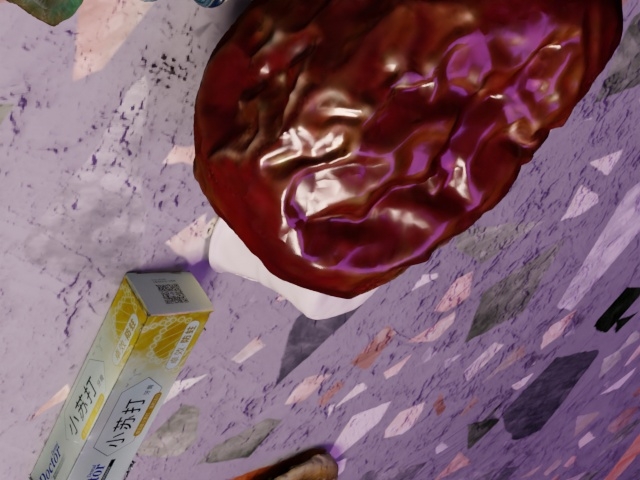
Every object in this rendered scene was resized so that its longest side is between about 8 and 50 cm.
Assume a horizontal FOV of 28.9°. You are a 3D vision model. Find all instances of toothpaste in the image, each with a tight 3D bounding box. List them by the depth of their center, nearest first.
[{"bbox_3d":[-0.216,0.165,1.312,0.089,0.071,0.313,-3,134,-42],"label":"toothpaste"}]

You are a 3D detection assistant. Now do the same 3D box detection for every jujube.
[{"bbox_3d":[0.066,-0.134,1.024,0.377,0.276,0.276,-39,151,-4],"label":"jujube"}]

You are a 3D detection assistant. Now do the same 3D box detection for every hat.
[{"bbox_3d":[0.000,0.000,1.280,0.203,0.126,0.203,-32,148,-23],"label":"hat"}]

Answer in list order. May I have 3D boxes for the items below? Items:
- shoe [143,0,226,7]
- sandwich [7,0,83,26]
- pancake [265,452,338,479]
[{"bbox_3d":[-0.117,-0.210,0.925,0.071,0.064,0.143,-46,148,7],"label":"shoe"},{"bbox_3d":[-0.174,-0.256,0.750,0.212,0.109,0.292,-22,145,-29],"label":"sandwich"},{"bbox_3d":[-0.085,0.412,1.814,0.282,0.049,0.282,-28,151,-17],"label":"pancake"}]
